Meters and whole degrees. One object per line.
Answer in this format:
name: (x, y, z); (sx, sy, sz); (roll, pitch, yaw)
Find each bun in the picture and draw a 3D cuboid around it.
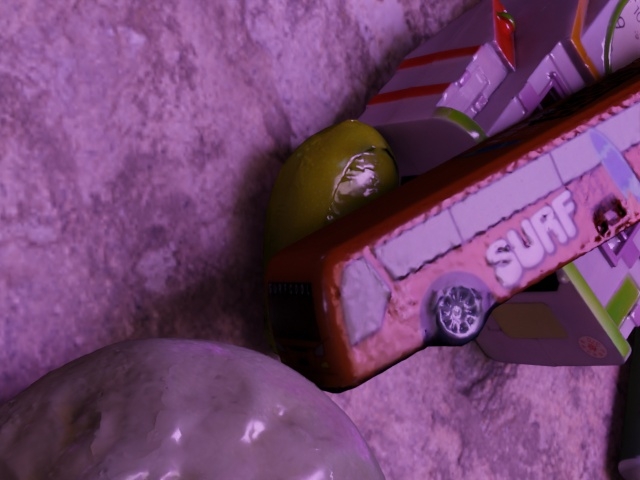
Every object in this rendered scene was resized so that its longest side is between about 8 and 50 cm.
bun: (-0.075, 0.191, 0.834); (0.283, 0.179, 0.283); (-1, 93, -18)

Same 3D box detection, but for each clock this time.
clock: (0.193, -0.099, 1.163); (0.235, 0.166, 0.309); (52, 58, -24)

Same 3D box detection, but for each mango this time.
mango: (0.000, 0.000, 1.046); (0.091, 0.074, 0.165); (24, 82, -32)

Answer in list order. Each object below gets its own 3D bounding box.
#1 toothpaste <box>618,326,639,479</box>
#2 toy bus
toothpaste: (0.294, 0.055, 1.314); (0.098, 0.061, 0.392); (27, 64, -36)
toy bus: (0.147, -0.031, 0.986); (0.408, 0.093, 0.092); (-28, 101, -25)
